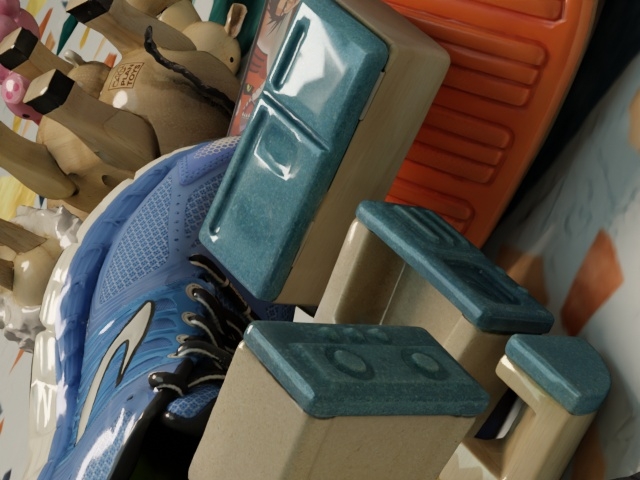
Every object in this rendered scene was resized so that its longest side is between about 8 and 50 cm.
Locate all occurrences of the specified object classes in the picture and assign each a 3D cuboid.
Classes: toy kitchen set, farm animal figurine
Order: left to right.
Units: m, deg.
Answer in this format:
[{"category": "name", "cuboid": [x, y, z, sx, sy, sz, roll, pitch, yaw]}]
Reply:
[{"category": "farm animal figurine", "cuboid": [-0.138, -0.077, 1.276, 0.330, 0.172, 0.326, -62, 25, -11]}, {"category": "toy kitchen set", "cuboid": [0.000, 0.000, 0.708, 0.207, 0.166, 0.122, 43, 116, 40]}]

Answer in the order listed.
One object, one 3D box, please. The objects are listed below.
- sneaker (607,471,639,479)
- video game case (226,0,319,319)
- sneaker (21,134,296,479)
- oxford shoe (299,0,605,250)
[{"category": "sneaker", "cuboid": [0.055, 0.109, 0.379, 0.275, 0.107, 0.110, -47, 60, 55]}, {"category": "video game case", "cuboid": [0.014, -0.107, 1.028, 0.248, 0.035, 0.275, -151, 76, -71]}, {"category": "sneaker", "cuboid": [-0.053, 0.084, 0.839, 0.147, 0.130, 0.330, -20, 40, 40]}, {"category": "oxford shoe", "cuboid": [0.090, -0.152, 0.840, 0.132, 0.130, 0.364, -13, -57, -60]}]
